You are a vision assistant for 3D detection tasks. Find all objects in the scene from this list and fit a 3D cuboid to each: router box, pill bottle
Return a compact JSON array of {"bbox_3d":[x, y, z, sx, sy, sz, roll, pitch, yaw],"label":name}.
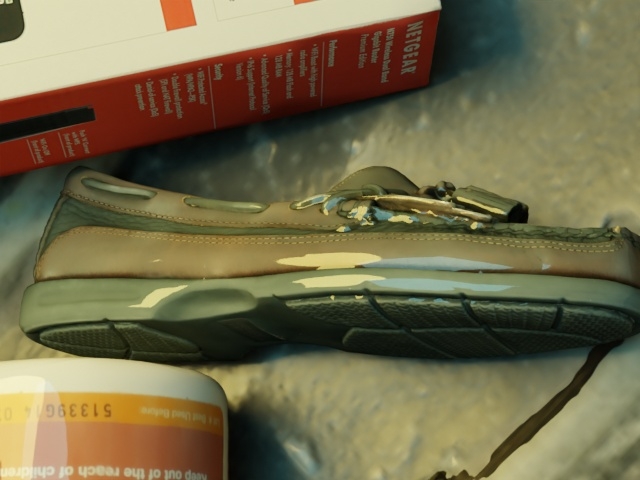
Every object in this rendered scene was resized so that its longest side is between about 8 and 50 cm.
[{"bbox_3d":[-0.134,-0.197,0.796,0.301,0.082,0.335,-11,72,-5],"label":"router box"},{"bbox_3d":[-0.097,0.160,0.736,0.121,0.121,0.216,-5,76,20],"label":"pill bottle"}]

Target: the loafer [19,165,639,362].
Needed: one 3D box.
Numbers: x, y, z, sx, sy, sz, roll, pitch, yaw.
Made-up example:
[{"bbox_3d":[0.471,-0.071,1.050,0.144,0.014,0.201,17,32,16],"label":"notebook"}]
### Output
[{"bbox_3d":[0.000,0.000,0.755,0.267,0.096,0.084,-3,71,22],"label":"loafer"}]
